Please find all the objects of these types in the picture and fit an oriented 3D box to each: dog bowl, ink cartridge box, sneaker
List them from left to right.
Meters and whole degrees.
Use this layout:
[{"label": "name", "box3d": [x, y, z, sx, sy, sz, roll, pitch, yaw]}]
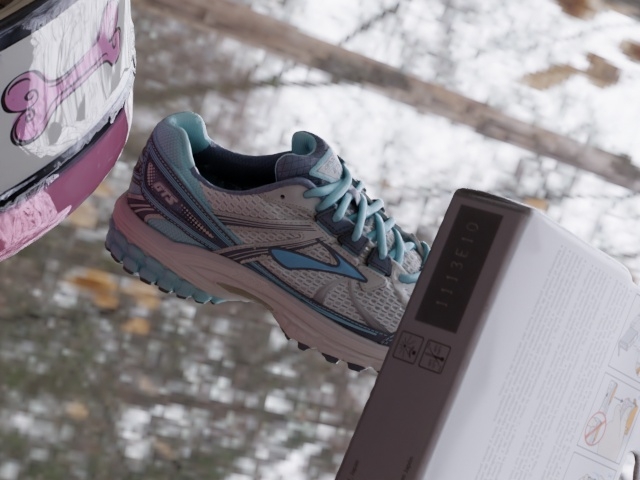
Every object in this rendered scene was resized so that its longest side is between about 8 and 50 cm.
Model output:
[{"label": "dog bowl", "box3d": [-0.299, -0.097, 1.038, 0.408, 0.408, 0.150, 40, -30, 55]}, {"label": "sneaker", "box3d": [0.000, 0.000, 1.091, 0.110, 0.283, 0.122, -66, 174, -67]}, {"label": "ink cartridge box", "box3d": [0.113, 0.136, 0.975, 0.060, 0.239, 0.275, 19, -96, 41]}]
